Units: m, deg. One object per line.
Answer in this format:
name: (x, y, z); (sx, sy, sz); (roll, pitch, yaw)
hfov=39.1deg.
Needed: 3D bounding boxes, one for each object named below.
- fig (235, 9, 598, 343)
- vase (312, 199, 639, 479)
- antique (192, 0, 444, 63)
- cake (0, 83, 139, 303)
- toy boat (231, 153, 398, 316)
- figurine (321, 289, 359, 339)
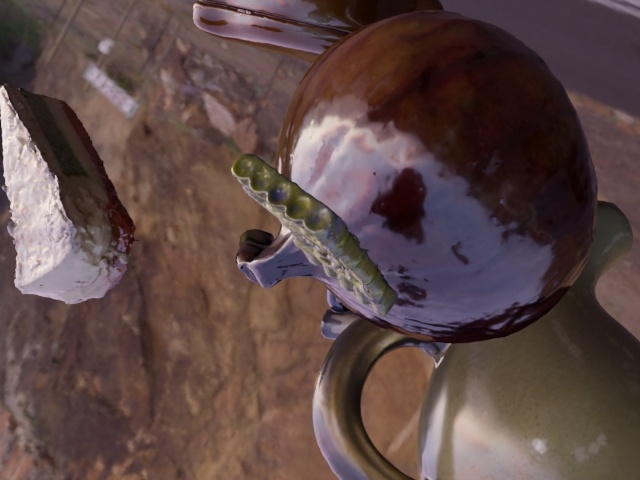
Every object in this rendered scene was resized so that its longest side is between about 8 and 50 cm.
fig: (0.069, -0.032, 0.598); (0.235, 0.214, 0.235); (29, 140, 28)
vase: (0.154, 0.137, 0.795); (0.329, 0.302, 0.241); (-4, 161, -14)
antique: (0.000, -0.262, 1.008); (0.278, 0.129, 0.223); (13, -167, 0)
cake: (-0.238, -0.057, 0.856); (0.117, 0.220, 0.086); (-15, 163, 34)
toy boat: (0.000, 0.000, 0.435); (0.063, 0.016, 0.115); (37, 174, 28)
figurine: (0.098, 0.055, 1.103); (0.145, 0.145, 0.222); (29, -158, 13)
